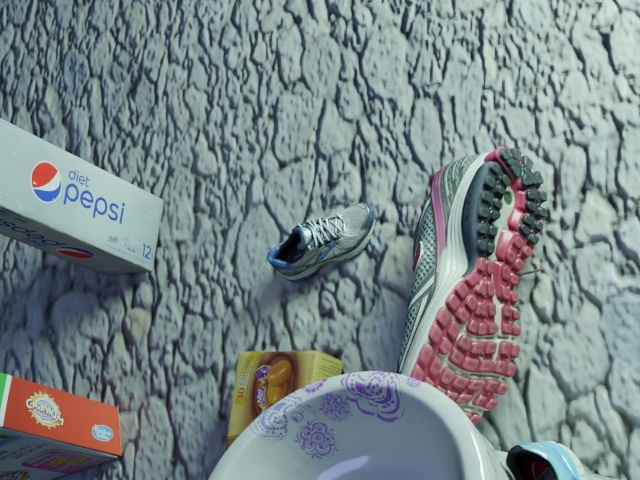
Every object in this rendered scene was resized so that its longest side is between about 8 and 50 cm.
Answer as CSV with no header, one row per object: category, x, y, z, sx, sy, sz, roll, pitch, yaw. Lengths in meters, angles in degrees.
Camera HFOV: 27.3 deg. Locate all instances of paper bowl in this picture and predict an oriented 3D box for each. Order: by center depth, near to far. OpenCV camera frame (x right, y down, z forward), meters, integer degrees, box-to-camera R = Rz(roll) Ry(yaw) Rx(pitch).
paper bowl,0.039,0.266,1.133,0.284,0.148,0.284,-18,48,22

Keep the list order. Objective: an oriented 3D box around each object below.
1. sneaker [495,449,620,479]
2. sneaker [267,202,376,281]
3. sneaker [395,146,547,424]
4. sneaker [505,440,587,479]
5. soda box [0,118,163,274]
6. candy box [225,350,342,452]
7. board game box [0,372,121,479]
sneaker,0.216,0.285,1.165,0.292,0.108,0.169,5,78,46
sneaker,0.000,0.000,1.444,0.135,0.058,0.052,-34,57,20
sneaker,0.134,0.054,1.300,0.112,0.121,0.299,-7,56,50
sneaker,0.201,0.228,1.073,0.063,0.073,0.162,-53,47,15
soda box,-0.312,-0.046,1.535,0.091,0.286,0.098,-5,70,35
candy box,-0.044,0.213,1.401,0.109,0.053,0.187,-3,70,34
board game box,-0.421,0.219,1.496,0.242,0.316,0.064,-21,61,27
